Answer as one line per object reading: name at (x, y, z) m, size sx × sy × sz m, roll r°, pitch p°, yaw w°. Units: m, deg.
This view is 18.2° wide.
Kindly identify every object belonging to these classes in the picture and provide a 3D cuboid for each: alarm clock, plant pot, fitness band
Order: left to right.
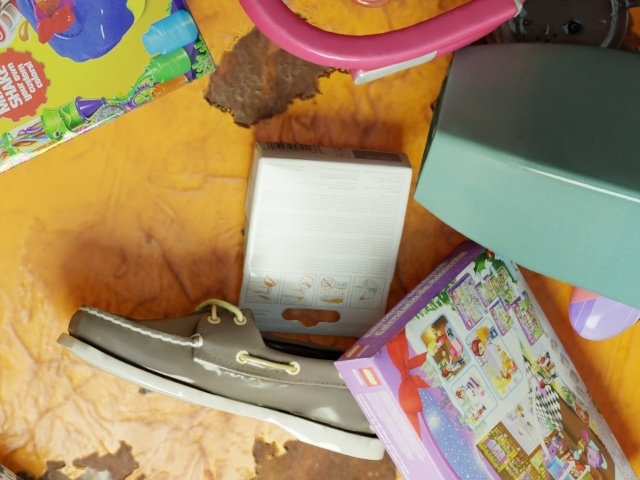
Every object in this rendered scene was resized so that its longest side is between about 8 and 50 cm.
fitness band at (0.061, -0.257, 1.733) m, size 0.291 × 0.054 × 0.209 m, roll -22°, pitch 83°, yaw -17°
alarm clock at (0.197, -0.203, 1.821) m, size 0.192 × 0.064 × 0.129 m, roll -12°, pitch 103°, yaw -5°
plant pot at (0.212, -0.073, 1.771) m, size 0.234 × 0.166 × 0.165 m, roll 16°, pitch 56°, yaw -1°

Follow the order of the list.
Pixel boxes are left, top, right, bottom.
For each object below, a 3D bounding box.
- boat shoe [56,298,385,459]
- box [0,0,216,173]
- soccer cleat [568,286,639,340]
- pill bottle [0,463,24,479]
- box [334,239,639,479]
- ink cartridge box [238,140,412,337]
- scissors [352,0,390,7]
boat shoe at (-0.075, 0.108, 1.801) m, size 0.324 × 0.116 × 0.097 m, roll 19°, pitch 92°, yaw -18°
box at (-0.279, -0.220, 1.665) m, size 0.279 × 0.177 × 0.290 m, roll -27°, pitch 104°, yaw -4°
soccer cleat at (0.336, 0.005, 1.868) m, size 0.248 × 0.095 × 0.083 m, roll -39°, pitch 105°, yaw -2°
pill bottle at (-0.324, 0.236, 1.777) m, size 0.180 × 0.108 × 0.108 m, roll 38°, pitch 92°, yaw -16°
box at (0.159, 0.171, 1.837) m, size 0.201 × 0.057 × 0.293 m, roll -41°, pitch 108°, yaw -35°
ink cartridge box at (0.000, 0.000, 1.841) m, size 0.145 × 0.045 × 0.179 m, roll 4°, pitch 118°, yaw -12°
scissors at (-0.006, -0.345, 1.774) m, size 0.109 × 0.021 × 0.297 m, roll -38°, pitch 106°, yaw -2°
